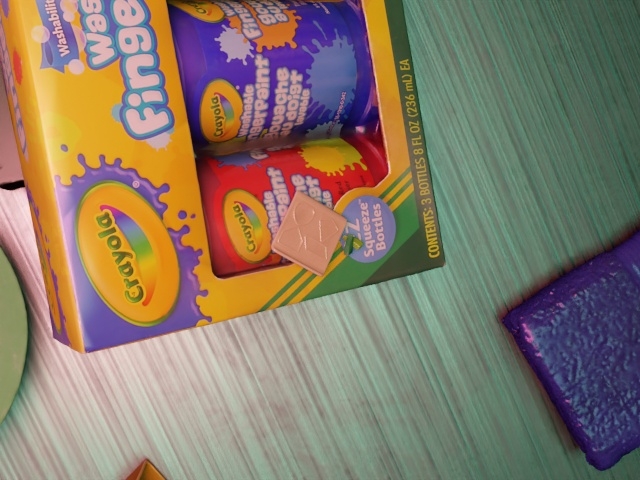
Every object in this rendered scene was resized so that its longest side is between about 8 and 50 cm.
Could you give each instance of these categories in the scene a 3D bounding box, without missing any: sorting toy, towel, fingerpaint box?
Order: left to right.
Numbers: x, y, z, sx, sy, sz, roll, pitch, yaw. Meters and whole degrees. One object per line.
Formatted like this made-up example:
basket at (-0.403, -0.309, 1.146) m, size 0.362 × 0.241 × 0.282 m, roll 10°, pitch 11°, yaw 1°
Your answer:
fingerpaint box at (-0.100, -0.154, 0.722) m, size 0.371 × 0.163 × 0.444 m, roll -11°, pitch 93°, yaw -28°
sorting toy at (0.000, 0.000, 0.677) m, size 0.083 × 0.012 × 0.062 m, roll 30°, pitch 73°, yaw -23°
towel at (0.400, 0.108, 0.922) m, size 0.308 × 0.076 × 0.227 m, roll -30°, pitch 89°, yaw -8°

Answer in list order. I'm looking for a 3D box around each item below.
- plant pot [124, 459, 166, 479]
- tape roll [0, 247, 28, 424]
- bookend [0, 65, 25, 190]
plant pot at (-0.200, 0.306, 0.814) m, size 0.083 × 0.081 × 0.081 m, roll -39°, pitch 98°, yaw 3°
tape roll at (-0.439, 0.090, 0.682) m, size 0.321 × 0.077 × 0.321 m, roll 15°, pitch 66°, yaw -36°
bookend at (-0.276, -0.146, 0.789) m, size 0.156 × 0.072 × 0.157 m, roll -15°, pitch 93°, yaw -10°
